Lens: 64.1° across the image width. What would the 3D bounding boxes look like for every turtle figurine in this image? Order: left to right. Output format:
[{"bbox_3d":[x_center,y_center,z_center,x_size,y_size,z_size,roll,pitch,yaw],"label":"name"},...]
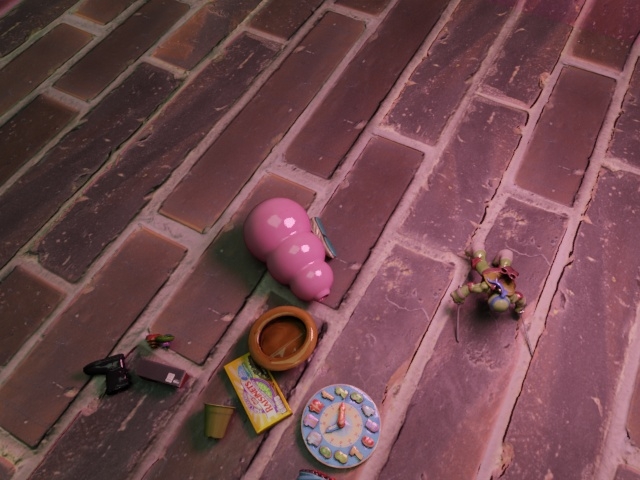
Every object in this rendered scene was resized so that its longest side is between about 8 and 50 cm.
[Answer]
[{"bbox_3d":[0.475,0.149,1.457,0.198,0.274,0.266,-10,35,22],"label":"turtle figurine"}]

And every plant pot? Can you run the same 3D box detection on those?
[{"bbox_3d":[-0.266,0.462,1.307,0.084,0.083,0.079,7,71,6],"label":"plant pot"}]

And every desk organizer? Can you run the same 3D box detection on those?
[{"bbox_3d":[-0.425,0.363,1.381,0.130,0.050,0.047,13,60,10],"label":"desk organizer"}]

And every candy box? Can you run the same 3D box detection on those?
[{"bbox_3d":[-0.168,0.399,1.366,0.105,0.027,0.205,-29,62,-12],"label":"candy box"}]

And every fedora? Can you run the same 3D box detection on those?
[{"bbox_3d":[-0.100,0.275,1.409,0.195,0.079,0.194,-3,61,5],"label":"fedora"}]

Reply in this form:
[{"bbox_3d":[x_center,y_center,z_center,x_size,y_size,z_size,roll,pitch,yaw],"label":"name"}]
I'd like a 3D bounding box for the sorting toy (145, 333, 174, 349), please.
[{"bbox_3d":[-0.444,0.285,1.426,0.102,0.061,0.042,-3,85,40],"label":"sorting toy"}]

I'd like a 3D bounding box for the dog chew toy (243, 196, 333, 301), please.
[{"bbox_3d":[-0.082,0.034,1.492,0.207,0.206,0.331,-30,70,-16],"label":"dog chew toy"}]

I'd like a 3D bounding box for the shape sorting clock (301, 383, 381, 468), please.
[{"bbox_3d":[0.053,0.470,1.308,0.207,0.040,0.206,-1,59,2],"label":"shape sorting clock"}]

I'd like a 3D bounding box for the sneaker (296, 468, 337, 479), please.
[{"bbox_3d":[0.055,0.635,1.188,0.262,0.104,0.125,15,70,20],"label":"sneaker"}]

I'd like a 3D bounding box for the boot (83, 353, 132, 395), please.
[{"bbox_3d":[-0.576,0.370,1.388,0.121,0.045,0.099,-18,63,-10],"label":"boot"}]

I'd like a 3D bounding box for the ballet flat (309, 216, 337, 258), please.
[{"bbox_3d":[0.000,0.000,1.598,0.052,0.057,0.168,-34,56,14],"label":"ballet flat"}]
